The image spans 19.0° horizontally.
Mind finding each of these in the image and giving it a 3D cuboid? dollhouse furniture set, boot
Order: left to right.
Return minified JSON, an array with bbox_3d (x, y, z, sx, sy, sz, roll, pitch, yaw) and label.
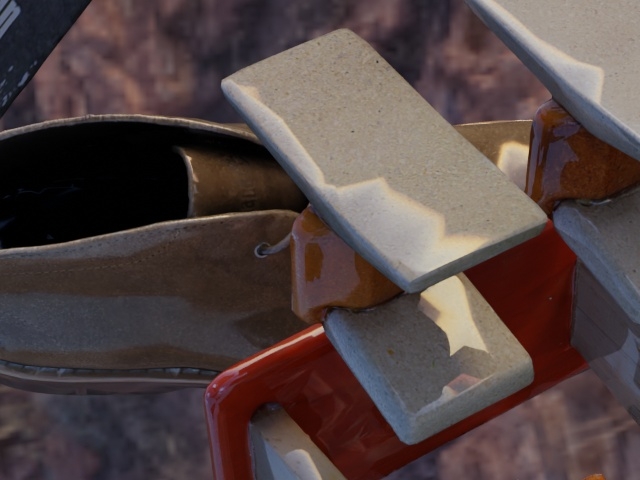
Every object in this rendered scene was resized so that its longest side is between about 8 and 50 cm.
[{"bbox_3d":[0.000,0.000,0.698,0.115,0.305,0.112,76,-171,-69],"label":"boot"},{"bbox_3d":[0.079,0.018,0.609,0.135,0.259,0.262,49,154,37],"label":"dollhouse furniture set"}]

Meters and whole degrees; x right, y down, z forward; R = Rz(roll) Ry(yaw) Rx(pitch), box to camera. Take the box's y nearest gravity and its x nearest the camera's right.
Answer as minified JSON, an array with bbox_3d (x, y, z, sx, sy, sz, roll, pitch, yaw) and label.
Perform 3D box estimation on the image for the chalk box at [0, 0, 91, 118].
[{"bbox_3d":[-0.141,-0.101,0.325,0.179,0.180,0.289,31,77,20],"label":"chalk box"}]
